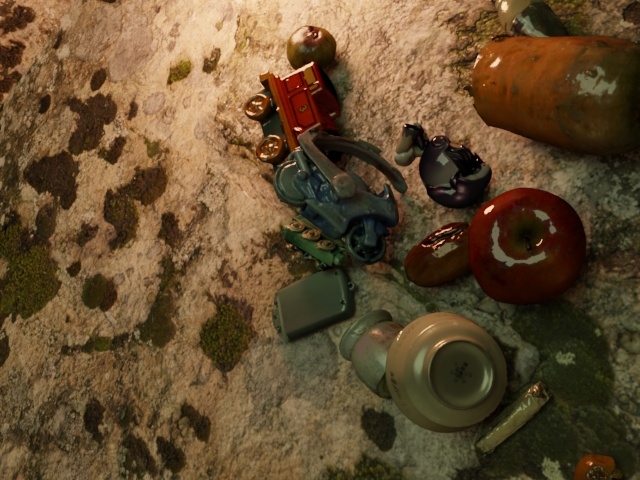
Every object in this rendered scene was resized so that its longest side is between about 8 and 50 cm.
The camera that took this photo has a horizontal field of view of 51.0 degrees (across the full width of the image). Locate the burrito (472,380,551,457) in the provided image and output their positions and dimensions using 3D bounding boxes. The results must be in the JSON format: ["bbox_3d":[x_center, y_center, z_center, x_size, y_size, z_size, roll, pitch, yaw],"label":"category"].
[{"bbox_3d":[0.366,0.342,1.287,0.045,0.041,0.185,44,103,-5],"label":"burrito"}]

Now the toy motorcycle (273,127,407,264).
[{"bbox_3d":[0.062,-0.118,1.522,0.319,0.182,0.241,40,92,0],"label":"toy motorcycle"}]

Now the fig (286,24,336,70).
[{"bbox_3d":[-0.028,-0.520,1.824,0.136,0.120,0.153,-25,29,-16],"label":"fig"}]

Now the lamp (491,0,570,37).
[{"bbox_3d":[0.462,-0.475,1.474,0.101,0.101,0.250,-41,58,17],"label":"lamp"}]

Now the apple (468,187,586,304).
[{"bbox_3d":[0.391,0.014,1.282,0.230,0.230,0.230,-13,67,32],"label":"apple"}]

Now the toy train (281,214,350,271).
[{"bbox_3d":[0.000,0.000,1.618,0.194,0.125,0.080,29,132,33],"label":"toy train"}]

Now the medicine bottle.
[{"bbox_3d":[0.133,0.238,1.420,0.147,0.147,0.143,-52,50,9],"label":"medicine bottle"}]

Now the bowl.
[{"bbox_3d":[0.249,0.251,1.271,0.238,0.126,0.237,1,81,-4],"label":"bowl"}]

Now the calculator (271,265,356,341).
[{"bbox_3d":[-0.019,0.152,1.624,0.246,0.045,0.141,-27,60,25],"label":"calculator"}]

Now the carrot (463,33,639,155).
[{"bbox_3d":[0.484,-0.289,1.318,0.341,0.224,0.224,20,86,46],"label":"carrot"}]

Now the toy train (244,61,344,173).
[{"bbox_3d":[-0.057,-0.308,1.752,0.232,0.163,0.369,-27,59,15],"label":"toy train"}]

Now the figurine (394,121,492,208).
[{"bbox_3d":[0.262,-0.162,1.472,0.222,0.145,0.145,34,94,21],"label":"figurine"}]

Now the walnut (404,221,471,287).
[{"bbox_3d":[0.269,0.027,1.424,0.207,0.116,0.115,-32,58,23],"label":"walnut"}]

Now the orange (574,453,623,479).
[{"bbox_3d":[0.481,0.414,1.163,0.086,0.062,0.086,-15,65,34],"label":"orange"}]
